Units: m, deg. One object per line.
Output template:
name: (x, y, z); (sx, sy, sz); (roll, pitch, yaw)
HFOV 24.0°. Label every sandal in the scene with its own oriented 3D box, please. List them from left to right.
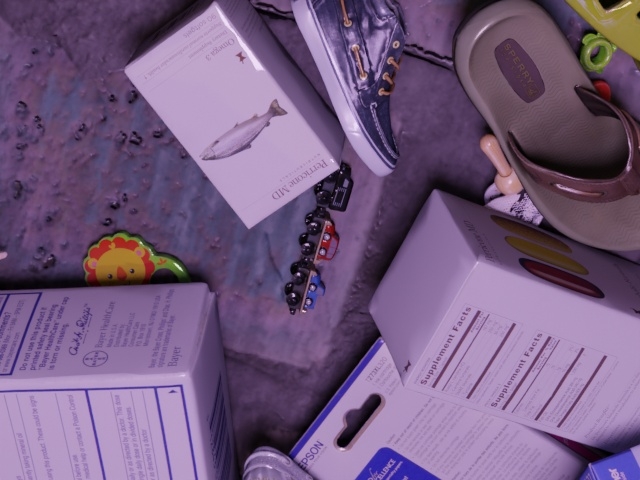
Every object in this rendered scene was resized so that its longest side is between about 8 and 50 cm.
sandal: (0.217, -0.083, 1.294); (0.120, 0.086, 0.303); (-45, 124, 4)

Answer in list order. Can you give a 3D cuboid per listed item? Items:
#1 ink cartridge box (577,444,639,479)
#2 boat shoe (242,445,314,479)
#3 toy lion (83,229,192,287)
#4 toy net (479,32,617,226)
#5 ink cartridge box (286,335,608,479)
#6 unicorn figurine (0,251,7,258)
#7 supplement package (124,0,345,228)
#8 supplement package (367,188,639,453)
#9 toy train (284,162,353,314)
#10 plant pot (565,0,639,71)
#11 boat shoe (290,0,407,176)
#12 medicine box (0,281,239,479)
ink cartridge box: (0.329, 0.210, 1.348); (0.311, 0.186, 0.065); (-21, 69, -9)
boat shoe: (0.020, 0.324, 1.483); (0.118, 0.103, 0.320); (-23, 130, 26)
toy lion: (-0.174, 0.037, 1.441); (0.100, 0.034, 0.096); (-7, 103, 7)
toy net: (0.189, -0.089, 1.359); (0.122, 0.045, 0.232); (-2, 117, -23)
ink cartridge box: (0.162, 0.242, 1.477); (0.371, 0.069, 0.176); (32, 111, -11)
unicorn figurine: (-0.388, 0.021, 1.441); (0.162, 0.060, 0.111); (-33, 106, -1)
supplement package: (-0.071, -0.122, 1.328); (0.105, 0.105, 0.179); (-34, 106, 15)
supplement package: (0.188, 0.075, 1.333); (0.244, 0.139, 0.134); (19, 113, -24)
toy train: (0.000, 0.000, 1.415); (0.036, 0.027, 0.158); (12, 112, -12)
plant pot: (0.293, -0.248, 1.193); (0.227, 0.228, 0.207); (-36, 112, 16)
boat shoe: (0.047, -0.149, 1.330); (0.083, 0.065, 0.183); (-22, 107, 14)
medicine box: (-0.236, 0.189, 1.417); (0.289, 0.149, 0.263); (-2, 122, 5)
